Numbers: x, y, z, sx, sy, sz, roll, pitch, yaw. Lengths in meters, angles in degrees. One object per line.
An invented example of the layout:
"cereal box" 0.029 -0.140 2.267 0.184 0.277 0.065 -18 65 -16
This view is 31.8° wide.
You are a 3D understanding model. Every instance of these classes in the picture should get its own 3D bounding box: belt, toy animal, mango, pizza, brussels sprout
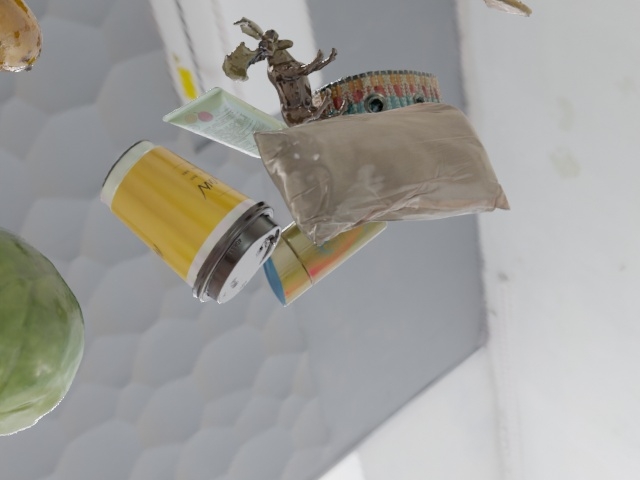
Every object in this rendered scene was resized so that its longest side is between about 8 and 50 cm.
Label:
"belt" 0.113 -0.231 2.042 0.207 0.295 0.160 -28 -105 52
"toy animal" -0.065 -0.285 1.907 0.186 0.094 0.214 -8 -79 29
"mango" -0.401 -0.279 1.355 0.115 0.090 0.178 50 -12 49
"pizza" 0.262 -0.351 1.635 0.083 0.025 0.078 19 5 -20
"brussels sprout" -0.363 0.096 1.147 0.244 0.244 0.244 41 -28 27

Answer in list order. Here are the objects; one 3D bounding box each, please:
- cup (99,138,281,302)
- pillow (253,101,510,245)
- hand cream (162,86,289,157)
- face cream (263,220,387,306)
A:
"cup" -0.216 -0.035 1.848 0.280 0.196 0.196 36 -28 9
"pillow" 0.072 -0.080 1.324 0.067 0.270 0.173 103 -28 -60
"hand cream" -0.173 -0.236 2.310 0.147 0.306 0.093 -25 -113 27
"face cream" 0.000 0.000 2.318 0.139 0.285 0.067 58 -16 -23
